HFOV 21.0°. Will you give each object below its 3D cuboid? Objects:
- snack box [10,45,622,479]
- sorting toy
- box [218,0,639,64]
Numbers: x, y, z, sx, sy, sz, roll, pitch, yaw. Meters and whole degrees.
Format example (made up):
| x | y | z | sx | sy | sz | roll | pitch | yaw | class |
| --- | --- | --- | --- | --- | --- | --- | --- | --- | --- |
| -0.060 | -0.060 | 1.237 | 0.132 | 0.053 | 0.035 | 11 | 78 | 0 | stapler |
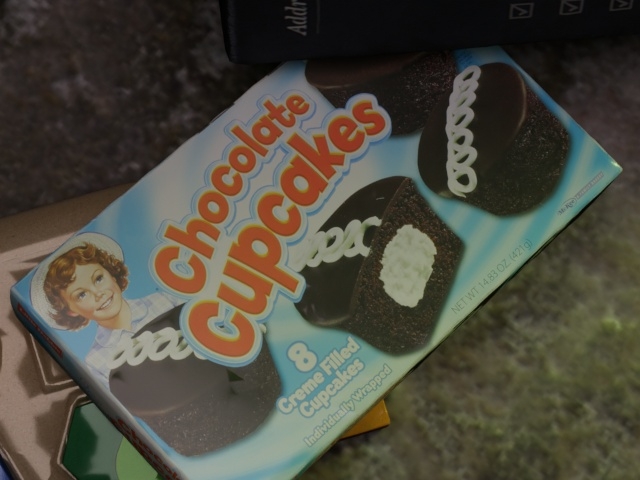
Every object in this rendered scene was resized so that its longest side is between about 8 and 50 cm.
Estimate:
| x | y | z | sx | sy | sz | roll | pitch | yaw | class |
| --- | --- | --- | --- | --- | --- | --- | --- | --- | --- |
| 0.000 | 0.000 | 1.017 | 0.322 | 0.060 | 0.187 | -42 | 82 | -17 | snack box |
| -0.126 | 0.080 | 1.024 | 0.307 | 0.041 | 0.229 | -16 | 79 | -5 | sorting toy |
| 0.164 | -0.351 | 0.876 | 0.472 | 0.480 | 0.297 | -6 | 60 | -4 | box |
